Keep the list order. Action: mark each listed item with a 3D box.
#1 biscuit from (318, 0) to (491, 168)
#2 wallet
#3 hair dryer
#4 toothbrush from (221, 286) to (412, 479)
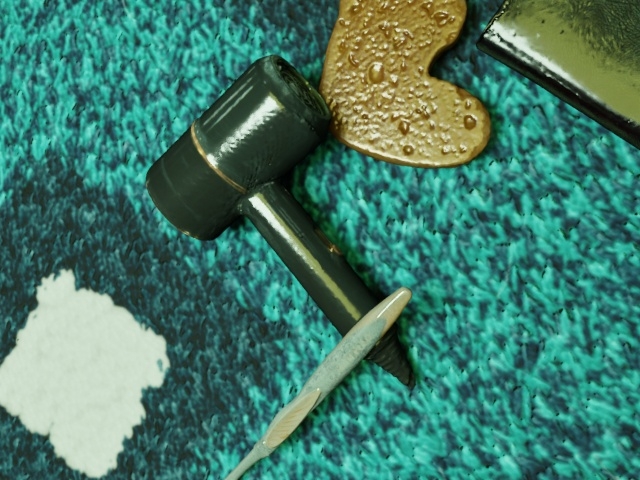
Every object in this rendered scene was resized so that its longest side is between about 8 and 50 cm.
[{"bbox_3d":[0.094,-0.173,0.668,0.186,0.036,0.192,15,95,16],"label":"biscuit"},{"bbox_3d":[0.325,-0.169,0.606,0.318,0.045,0.172,38,99,11],"label":"wallet"},{"bbox_3d":[0.000,0.000,0.662,0.189,0.107,0.352,-40,90,22],"label":"hair dryer"},{"bbox_3d":[-0.030,0.181,0.665,0.028,0.037,0.375,38,109,-4],"label":"toothbrush"}]
